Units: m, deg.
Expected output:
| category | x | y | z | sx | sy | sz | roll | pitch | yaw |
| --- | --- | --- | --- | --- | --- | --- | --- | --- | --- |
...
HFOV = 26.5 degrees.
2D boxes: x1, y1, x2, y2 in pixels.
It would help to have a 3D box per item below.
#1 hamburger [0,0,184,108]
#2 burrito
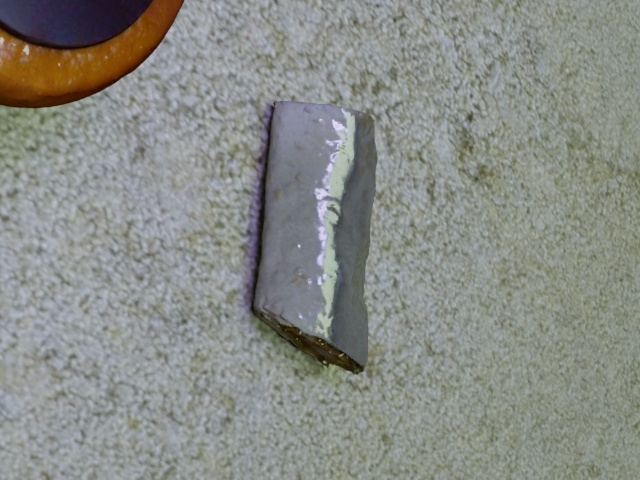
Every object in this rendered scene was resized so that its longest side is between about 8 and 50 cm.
| category | x | y | z | sx | sy | sz | roll | pitch | yaw |
| --- | --- | --- | --- | --- | --- | --- | --- | --- | --- |
| hamburger | -0.275 | -0.263 | 1.089 | 0.330 | 0.250 | 0.330 | -2 | 92 | -48 |
| burrito | 0.002 | 0.000 | 1.502 | 0.143 | 0.105 | 0.299 | 4 | 89 | -50 |
